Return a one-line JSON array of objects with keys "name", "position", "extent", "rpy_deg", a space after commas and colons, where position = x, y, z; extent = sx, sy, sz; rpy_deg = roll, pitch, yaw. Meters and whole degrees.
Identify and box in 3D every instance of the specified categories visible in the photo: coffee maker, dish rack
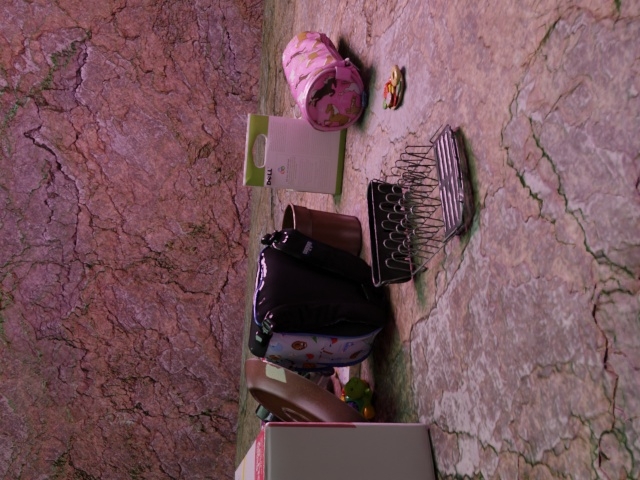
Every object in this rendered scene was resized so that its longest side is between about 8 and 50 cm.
[{"name": "coffee maker", "position": [-0.074, 0.345, 1.449], "extent": [0.171, 0.120, 0.178], "rpy_deg": [34, 98, 44]}, {"name": "dish rack", "position": [0.156, -0.057, 1.023], "extent": [0.271, 0.074, 0.208], "rpy_deg": [122, 147, -62]}]

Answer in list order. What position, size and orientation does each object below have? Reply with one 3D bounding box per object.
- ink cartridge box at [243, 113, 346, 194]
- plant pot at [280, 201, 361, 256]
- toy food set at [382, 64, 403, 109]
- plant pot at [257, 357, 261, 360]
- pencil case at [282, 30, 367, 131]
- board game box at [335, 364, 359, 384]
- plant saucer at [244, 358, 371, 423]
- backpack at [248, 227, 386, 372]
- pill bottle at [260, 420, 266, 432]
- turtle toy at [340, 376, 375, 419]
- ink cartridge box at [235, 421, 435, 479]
[{"name": "ink cartridge box", "position": [-0.072, -0.223, 1.583], "extent": [0.097, 0.255, 0.189], "rpy_deg": [-158, 72, -75]}, {"name": "plant pot", "position": [0.000, 0.000, 1.433], "extent": [0.167, 0.165, 0.167], "rpy_deg": [-176, 90, -75]}, {"name": "toy food set", "position": [0.145, -0.302, 1.224], "extent": [0.083, 0.020, 0.083], "rpy_deg": [141, 131, -70]}, {"name": "plant pot", "position": [-0.150, 0.426, 2.035], "extent": [0.237, 0.109, 0.238], "rpy_deg": [-176, 90, -75]}, {"name": "pencil case", "position": [0.000, -0.413, 1.547], "extent": [0.386, 0.167, 0.160], "rpy_deg": [-111, -4, -58]}, {"name": "board game box", "position": [0.064, 0.248, 1.403], "extent": [0.103, 0.026, 0.154], "rpy_deg": [179, 95, -75]}, {"name": "plant saucer", "position": [-0.028, 0.340, 1.220], "extent": [0.050, 0.310, 0.310], "rpy_deg": [-58, 2, -26]}, {"name": "backpack", "position": [-0.005, 0.143, 1.231], "extent": [0.213, 0.263, 0.277], "rpy_deg": [99, 175, -48]}, {"name": "pill bottle", "position": [-0.070, 0.471, 1.591], "extent": [0.169, 0.169, 0.302], "rpy_deg": [-130, 44, -69]}, {"name": "turtle toy", "position": [0.072, 0.335, 1.273], "extent": [0.095, 0.066, 0.130], "rpy_deg": [-106, 24, -52]}, {"name": "ink cartridge box", "position": [0.002, 0.451, 1.089], "extent": [0.385, 0.279, 0.161], "rpy_deg": [115, 155, -55]}]
